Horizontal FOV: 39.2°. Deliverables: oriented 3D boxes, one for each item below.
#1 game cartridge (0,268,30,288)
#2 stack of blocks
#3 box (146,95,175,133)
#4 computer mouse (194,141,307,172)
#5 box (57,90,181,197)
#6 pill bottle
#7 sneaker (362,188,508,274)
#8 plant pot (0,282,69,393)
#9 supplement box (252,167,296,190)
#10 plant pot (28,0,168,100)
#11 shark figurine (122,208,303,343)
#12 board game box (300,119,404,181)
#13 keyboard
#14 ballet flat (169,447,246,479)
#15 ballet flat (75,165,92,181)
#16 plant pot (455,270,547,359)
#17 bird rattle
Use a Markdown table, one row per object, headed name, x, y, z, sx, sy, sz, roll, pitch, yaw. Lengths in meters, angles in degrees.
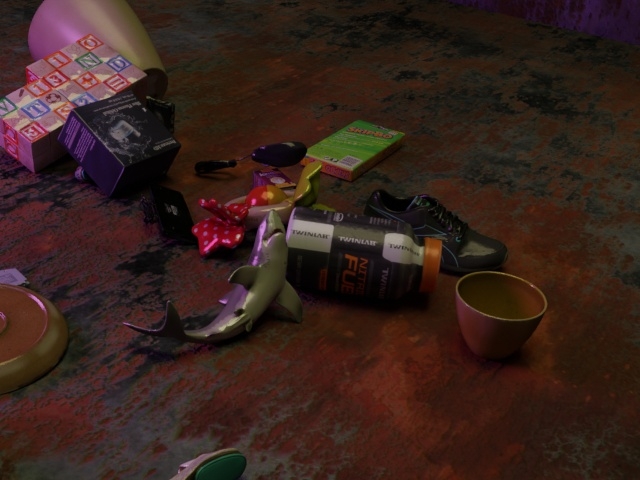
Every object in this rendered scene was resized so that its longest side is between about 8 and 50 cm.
| name | x | y | z | sx | sy | sz | roll | pitch | yaw |
| --- | --- | --- | --- | --- | --- | --- | --- | --- | --- |
| game cartridge | -0.494 | 0.068 | 1.369 | 0.083 | 0.017 | 0.056 | -19 | 41 | -38 |
| stack of blocks | -0.515 | -0.281 | 1.803 | 0.171 | 0.087 | 0.297 | 37 | 53 | 17 |
| box | -0.356 | -0.274 | 1.961 | 0.083 | 0.067 | 0.018 | 21 | 31 | 22 |
| computer mouse | -0.137 | -0.151 | 1.748 | 0.242 | 0.041 | 0.071 | -9 | -5 | 25 |
| box | -0.380 | -0.186 | 1.711 | 0.158 | 0.093 | 0.156 | 47 | 41 | 10 |
| pill bottle | 0.069 | 0.024 | 1.441 | 0.246 | 0.130 | 0.130 | 8 | 29 | 4 |
| sneaker | 0.198 | -0.016 | 1.568 | 0.267 | 0.106 | 0.101 | 13 | 28 | 9 |
| plant pot | -0.468 | 0.125 | 1.237 | 0.236 | 0.032 | 0.236 | 6 | 32 | -4 |
| supplement box | -0.089 | -0.102 | 1.727 | 0.055 | 0.043 | 0.083 | -12 | 33 | -28 |
| plant pot | -0.478 | -0.413 | 2.042 | 0.256 | 0.256 | 0.274 | -22 | 56 | -41 |
| shark figurine | -0.142 | 0.095 | 1.340 | 0.278 | 0.166 | 0.116 | -41 | 25 | -32 |
| board game box | 0.076 | -0.200 | 1.948 | 0.124 | 0.039 | 0.259 | 21 | 35 | 23 |
| keyboard | -0.281 | -0.044 | 1.611 | 0.100 | 0.038 | 0.192 | 19 | 21 | -27 |
| ballet flat | -0.157 | 0.278 | 1.019 | 0.052 | 0.057 | 0.168 | 16 | 29 | 37 |
| ballet flat | -0.429 | -0.141 | 1.739 | 0.041 | 0.041 | 0.114 | 24 | 32 | 29 |
| plant pot | 0.261 | 0.121 | 1.342 | 0.134 | 0.095 | 0.134 | 5 | 28 | -2 |
| bird rattle | -0.099 | -0.043 | 1.582 | 0.253 | 0.143 | 0.207 | -17 | 12 | -2 |
